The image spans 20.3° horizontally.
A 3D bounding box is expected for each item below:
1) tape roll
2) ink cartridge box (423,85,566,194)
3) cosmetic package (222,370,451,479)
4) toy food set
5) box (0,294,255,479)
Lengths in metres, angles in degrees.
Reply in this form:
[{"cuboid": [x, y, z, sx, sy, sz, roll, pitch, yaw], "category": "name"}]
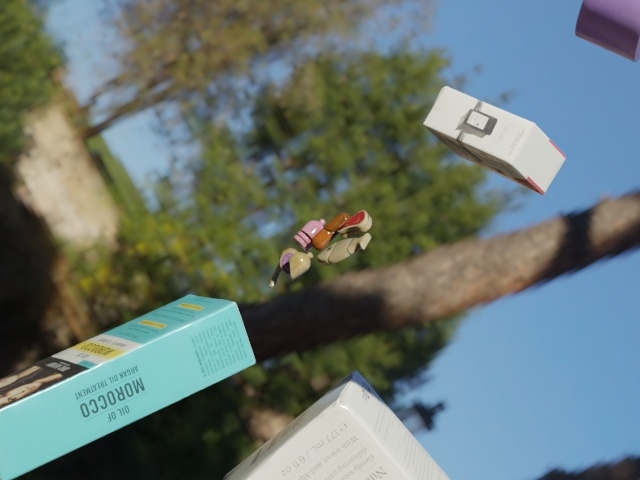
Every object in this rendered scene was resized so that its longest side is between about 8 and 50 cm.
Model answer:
[{"cuboid": [0.379, -0.313, 2.127, 0.080, 0.189, 0.189, 26, -21, 12], "category": "tape roll"}, {"cuboid": [0.221, -0.128, 2.280, 0.150, 0.063, 0.109, 27, -5, 37], "category": "ink cartridge box"}, {"cuboid": [0.078, 0.367, 2.014, 0.385, 0.217, 0.156, 48, 12, -2], "category": "cosmetic package"}, {"cuboid": [0.000, 0.000, 1.638, 0.019, 0.122, 0.078, 50, 36, -20], "category": "toy food set"}, {"cuboid": [-0.186, 0.121, 1.516, 0.100, 0.244, 0.060, 5, -64, 61], "category": "box"}]
